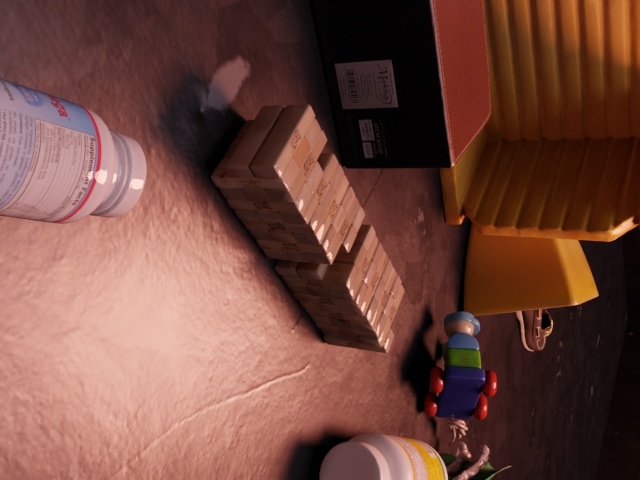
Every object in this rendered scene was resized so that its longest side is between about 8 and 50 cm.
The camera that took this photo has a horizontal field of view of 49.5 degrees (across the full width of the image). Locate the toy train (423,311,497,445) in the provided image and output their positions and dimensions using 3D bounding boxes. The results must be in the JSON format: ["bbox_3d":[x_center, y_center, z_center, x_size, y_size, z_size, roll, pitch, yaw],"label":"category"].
[{"bbox_3d":[0.234,0.244,1.216,0.248,0.105,0.143,88,6,-52],"label":"toy train"}]

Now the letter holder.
[{"bbox_3d":[0.114,-0.271,0.894,0.214,0.152,0.301,-46,131,-49],"label":"letter holder"}]

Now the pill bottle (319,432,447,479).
[{"bbox_3d":[0.086,0.324,0.942,0.208,0.118,0.117,32,66,-56],"label":"pill bottle"}]

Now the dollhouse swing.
[{"bbox_3d":[0.371,-0.220,1.123,0.315,0.347,0.305,-63,142,-32],"label":"dollhouse swing"}]

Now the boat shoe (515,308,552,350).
[{"bbox_3d":[0.528,0.200,1.692,0.081,0.069,0.227,-63,141,-33],"label":"boat shoe"}]

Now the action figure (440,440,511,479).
[{"bbox_3d":[0.204,0.423,1.165,0.232,0.137,0.063,-31,105,-43],"label":"action figure"}]

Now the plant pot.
[{"bbox_3d":[0.400,0.036,1.354,0.212,0.212,0.187,-1,83,-58],"label":"plant pot"}]

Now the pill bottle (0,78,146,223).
[{"bbox_3d":[-0.198,-0.058,0.466,0.160,0.087,0.087,11,84,-59],"label":"pill bottle"}]

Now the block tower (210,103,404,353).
[{"bbox_3d":[0.000,0.000,0.792,0.097,0.091,0.335,-63,142,-31],"label":"block tower"}]
